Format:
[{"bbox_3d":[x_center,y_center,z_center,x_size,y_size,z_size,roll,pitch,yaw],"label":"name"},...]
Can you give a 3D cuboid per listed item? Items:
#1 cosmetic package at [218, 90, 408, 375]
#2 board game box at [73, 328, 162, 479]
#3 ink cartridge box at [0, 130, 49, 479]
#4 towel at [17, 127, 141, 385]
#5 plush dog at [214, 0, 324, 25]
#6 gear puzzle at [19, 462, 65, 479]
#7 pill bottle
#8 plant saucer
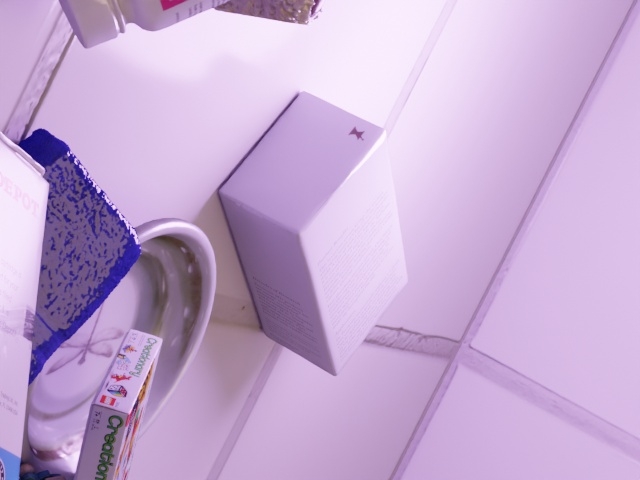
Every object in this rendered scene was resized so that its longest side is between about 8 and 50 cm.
[{"bbox_3d":[0.000,0.000,2.427,0.230,0.161,0.453,-51,155,-23],"label":"cosmetic package"},{"bbox_3d":[-0.280,0.292,1.968,0.193,0.053,0.305,-74,-179,-64],"label":"board game box"},{"bbox_3d":[-0.406,0.075,1.459,0.285,0.166,0.395,54,36,-65],"label":"ink cartridge box"},{"bbox_3d":[-0.368,0.044,1.762,0.308,0.076,0.227,-50,130,-20],"label":"towel"},{"bbox_3d":[-0.082,-0.392,1.859,0.262,0.211,0.225,-88,-173,-80],"label":"plush dog"},{"bbox_3d":[-0.437,0.392,2.012,0.175,0.044,0.339,-7,147,-24],"label":"gear puzzle"},{"bbox_3d":[-0.154,-0.324,1.638,0.283,0.160,0.160,-26,148,-9],"label":"pill bottle"},{"bbox_3d":[-0.299,0.135,2.039,0.400,0.100,0.400,-46,153,-32],"label":"plant saucer"}]
